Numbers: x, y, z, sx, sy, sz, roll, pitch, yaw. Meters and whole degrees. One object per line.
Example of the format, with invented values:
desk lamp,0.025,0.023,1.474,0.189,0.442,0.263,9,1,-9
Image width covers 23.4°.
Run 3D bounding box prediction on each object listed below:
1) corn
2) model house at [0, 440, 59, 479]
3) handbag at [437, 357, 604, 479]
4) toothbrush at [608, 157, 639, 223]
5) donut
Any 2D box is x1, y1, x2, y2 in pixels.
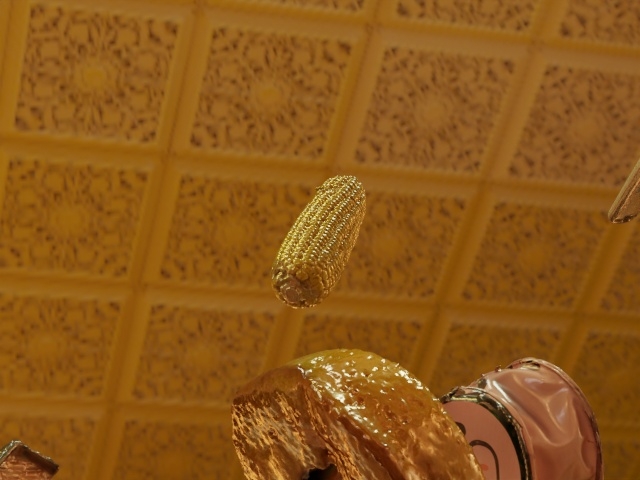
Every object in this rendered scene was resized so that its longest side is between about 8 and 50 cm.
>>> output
corn,0.000,0.000,1.550,0.067,0.206,0.067,8,-56,12
model house,-0.378,0.303,1.683,0.183,0.172,0.166,-31,-28,33
handbag,0.211,0.242,1.727,0.116,0.179,0.205,-14,-76,-39
toothbrush,0.274,-0.070,1.215,0.040,0.040,0.386,-13,-17,-3
donut,0.043,0.224,1.433,0.110,0.303,0.302,-30,-45,-29
